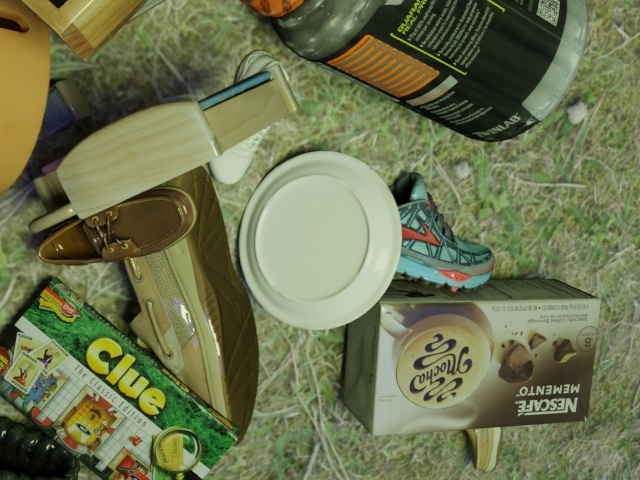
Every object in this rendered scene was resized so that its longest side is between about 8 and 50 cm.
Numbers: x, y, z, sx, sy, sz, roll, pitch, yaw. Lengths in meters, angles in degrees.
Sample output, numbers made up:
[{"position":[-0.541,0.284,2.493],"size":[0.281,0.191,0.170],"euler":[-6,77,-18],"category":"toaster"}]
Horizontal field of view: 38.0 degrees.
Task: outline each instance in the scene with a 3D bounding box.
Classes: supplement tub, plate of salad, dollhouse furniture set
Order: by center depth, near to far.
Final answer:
[{"position":[-0.209,-0.187,0.793],"size":[0.286,0.198,0.303],"euler":[-22,100,22],"category":"dollhouse furniture set"},{"position":[0.094,-0.248,0.956],"size":[0.338,0.207,0.207],"euler":[20,100,-32],"category":"supplement tub"},{"position":[0.000,0.000,1.037],"size":[0.200,0.200,0.048],"euler":[-63,155,7],"category":"plate of salad"}]

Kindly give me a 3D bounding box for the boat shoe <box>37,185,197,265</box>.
[{"position":[-0.202,-0.006,0.915],"size":[0.178,0.060,0.064],"euler":[-15,100,26],"category":"boat shoe"}]

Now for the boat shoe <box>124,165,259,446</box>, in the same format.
[{"position":[-0.150,0.076,1.034],"size":[0.110,0.121,0.341],"euler":[-4,113,16],"category":"boat shoe"}]

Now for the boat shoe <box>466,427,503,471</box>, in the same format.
[{"position":[0.213,0.237,1.306],"size":[0.072,0.068,0.190],"euler":[-5,101,-12],"category":"boat shoe"}]

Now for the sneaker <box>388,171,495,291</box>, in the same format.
[{"position":[0.118,-0.016,1.126],"size":[0.262,0.104,0.125],"euler":[13,102,-30],"category":"sneaker"}]

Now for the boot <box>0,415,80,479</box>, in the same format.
[{"position":[-0.304,0.343,1.041],"size":[0.348,0.131,0.260],"euler":[16,102,-30],"category":"boot"}]

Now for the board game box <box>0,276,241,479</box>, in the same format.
[{"position":[-0.226,0.173,0.993],"size":[0.260,0.030,0.136],"euler":[40,94,-4],"category":"board game box"}]

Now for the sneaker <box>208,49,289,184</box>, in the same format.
[{"position":[-0.079,-0.129,1.005],"size":[0.054,0.061,0.152],"euler":[13,105,-32],"category":"sneaker"}]

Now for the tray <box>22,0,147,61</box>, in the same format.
[{"position":[-0.254,-0.345,0.682],"size":[0.411,0.076,0.203],"euler":[43,87,5],"category":"tray"}]

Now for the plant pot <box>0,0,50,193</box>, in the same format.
[{"position":[-0.355,-0.142,0.746],"size":[0.203,0.291,0.290],"euler":[4,109,-43],"category":"plant pot"}]

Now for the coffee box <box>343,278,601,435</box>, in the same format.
[{"position":[0.190,0.141,1.178],"size":[0.297,0.119,0.168],"euler":[1,101,-17],"category":"coffee box"}]
